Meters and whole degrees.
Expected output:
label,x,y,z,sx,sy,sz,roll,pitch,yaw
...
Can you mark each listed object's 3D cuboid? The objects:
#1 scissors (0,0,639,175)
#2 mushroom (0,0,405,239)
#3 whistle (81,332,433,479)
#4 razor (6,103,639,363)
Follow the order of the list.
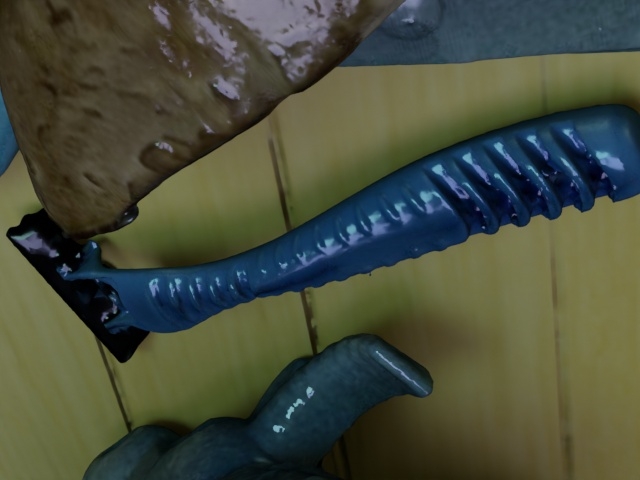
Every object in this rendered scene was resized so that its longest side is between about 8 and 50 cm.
label,x,y,z,sx,sy,sz,roll,pitch,yaw
scissors,-0.012,-0.079,0.466,0.447,0.029,0.193,3,133,10
mushroom,-0.034,-0.078,0.406,0.209,0.072,0.094,-29,109,28
whistle,-0.031,0.121,0.564,0.093,0.180,0.269,37,161,-16
razor,0.000,0.000,0.525,0.253,0.042,0.082,-16,127,27
